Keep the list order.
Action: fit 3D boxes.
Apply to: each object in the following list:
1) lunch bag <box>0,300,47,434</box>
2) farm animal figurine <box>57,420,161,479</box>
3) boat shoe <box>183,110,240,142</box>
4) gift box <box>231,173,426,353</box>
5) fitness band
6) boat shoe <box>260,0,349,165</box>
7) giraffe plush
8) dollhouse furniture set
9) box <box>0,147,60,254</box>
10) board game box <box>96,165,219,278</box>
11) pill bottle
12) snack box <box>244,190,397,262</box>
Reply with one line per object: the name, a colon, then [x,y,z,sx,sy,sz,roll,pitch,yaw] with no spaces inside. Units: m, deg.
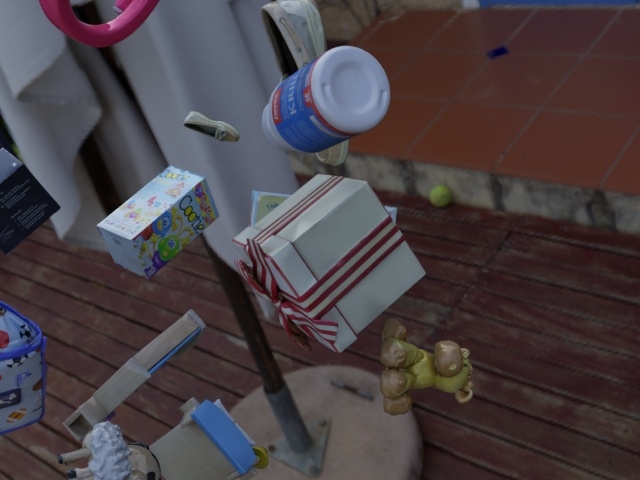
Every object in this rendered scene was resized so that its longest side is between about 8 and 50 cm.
lunch bag: [-0.813,0.281,1.792,0.386,0.327,0.238,12,45,-8]
farm animal figurine: [-0.268,0.455,1.213,0.172,0.330,0.326,-14,67,-17]
boat shoe: [-0.294,-0.298,2.164,0.153,0.056,0.048,26,50,-4]
gift box: [0.002,0.037,1.454,0.258,0.255,0.276,-40,16,-12]
fitness band: [-0.284,-0.414,1.128,0.054,0.209,0.290,33,94,21]
boat shoe: [-0.030,-0.270,1.398,0.098,0.302,0.109,-22,17,-26]
giraffe plush: [0.210,0.251,1.552,0.171,0.210,0.181,-1,68,10]
dollhouse furniture set: [-0.257,0.342,1.499,0.286,0.303,0.198,-41,0,33]
box: [-0.673,-0.083,1.706,0.093,0.158,0.156,34,70,34]
board game box: [-0.424,-0.052,2.118,0.144,0.142,0.275,20,51,34]
pill bottle: [-0.004,-0.197,1.185,0.124,0.124,0.221,-40,12,-26]
snack box: [0.000,0.000,1.763,0.322,0.187,0.060,6,5,-15]
